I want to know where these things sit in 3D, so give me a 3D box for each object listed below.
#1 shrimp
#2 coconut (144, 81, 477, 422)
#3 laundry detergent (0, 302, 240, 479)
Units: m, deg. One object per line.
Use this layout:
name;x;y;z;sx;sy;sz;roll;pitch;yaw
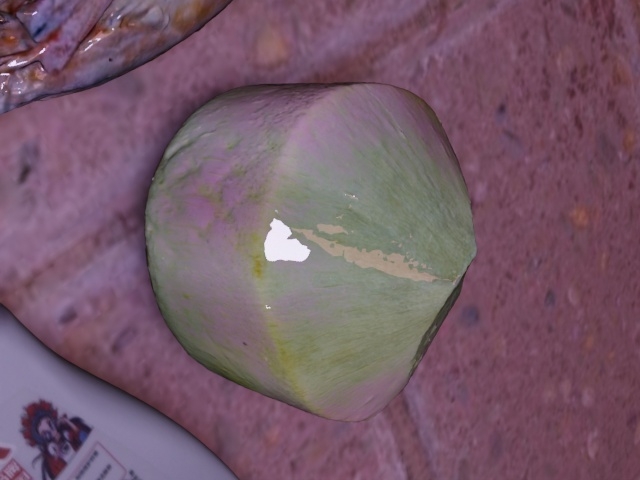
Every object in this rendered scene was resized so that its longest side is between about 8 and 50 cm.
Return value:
shrimp;-0.127;-0.147;0.660;0.317;0.164;0.062;-34;75;-30
coconut;0.000;0.000;0.740;0.204;0.236;0.235;38;69;-45
laundry detergent;-0.196;0.158;0.643;0.264;0.125;0.397;-51;127;-27
